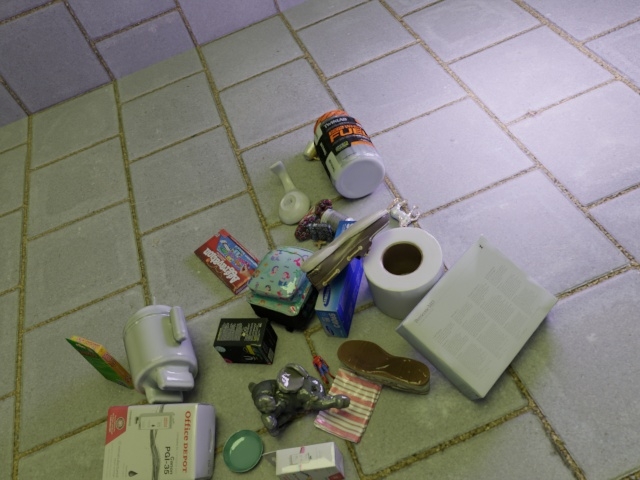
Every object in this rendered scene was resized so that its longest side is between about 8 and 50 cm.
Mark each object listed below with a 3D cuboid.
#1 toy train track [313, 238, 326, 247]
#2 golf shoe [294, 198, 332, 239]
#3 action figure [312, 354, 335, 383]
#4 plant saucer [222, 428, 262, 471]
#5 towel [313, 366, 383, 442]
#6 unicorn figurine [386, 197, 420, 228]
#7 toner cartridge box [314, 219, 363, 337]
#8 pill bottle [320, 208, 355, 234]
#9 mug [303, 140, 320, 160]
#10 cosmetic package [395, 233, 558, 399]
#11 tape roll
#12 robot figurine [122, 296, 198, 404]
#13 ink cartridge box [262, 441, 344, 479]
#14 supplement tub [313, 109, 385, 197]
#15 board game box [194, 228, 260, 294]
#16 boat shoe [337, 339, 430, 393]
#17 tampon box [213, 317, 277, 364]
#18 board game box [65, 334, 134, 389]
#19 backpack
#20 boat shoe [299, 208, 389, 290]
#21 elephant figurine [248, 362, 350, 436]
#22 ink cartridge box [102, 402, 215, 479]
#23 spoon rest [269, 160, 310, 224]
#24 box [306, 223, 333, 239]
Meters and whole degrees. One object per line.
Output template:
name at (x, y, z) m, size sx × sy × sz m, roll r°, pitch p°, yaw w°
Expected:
toy train track at (0.000, 0.000, 2.025) m, size 0.048 × 0.014 × 0.083 m, roll -7°, pitch 43°, yaw 14°
golf shoe at (-0.029, -0.074, 2.071) m, size 0.186 × 0.067 × 0.086 m, roll -48°, pitch 13°, yaw -9°
action figure at (0.005, 0.384, 1.693) m, size 0.038 × 0.030 × 0.115 m, roll -43°, pitch 40°, yaw 2°
plant saucer at (-0.218, 0.600, 1.596) m, size 0.119 × 0.021 × 0.119 m, roll -8°, pitch 50°, yaw 10°
towel at (0.081, 0.465, 1.609) m, size 0.144 × 0.029 × 0.197 m, roll 14°, pitch 57°, yaw 26°
unicorn figurine at (0.294, -0.088, 1.982) m, size 0.111 × 0.060 × 0.162 m, roll -39°, pitch 35°, yaw -15°
toner cartridge box at (0.074, 0.119, 1.805) m, size 0.075 × 0.165 × 0.348 m, roll 2°, pitch 52°, yaw 20°
pill bottle at (0.074, -0.054, 2.002) m, size 0.137 × 0.078 × 0.078 m, roll 26°, pitch 63°, yaw 33°
mug at (-0.034, -0.364, 2.304) m, size 0.078 × 0.062 × 0.064 m, roll 20°, pitch 68°, yaw 37°
cosmetic package at (0.442, 0.210, 1.588) m, size 0.284 × 0.097 × 0.377 m, roll 44°, pitch 70°, yaw 7°
tape roll at (0.264, 0.103, 1.755) m, size 0.246 × 0.169 × 0.246 m, roll -9°, pitch 49°, yaw 10°
robot figurine at (-0.509, 0.347, 1.776) m, size 0.300 × 0.200 × 0.353 m, roll -49°, pitch 47°, yaw 21°
ink cartridge box at (-0.046, 0.596, 1.484) m, size 0.198 × 0.115 × 0.067 m, roll -12°, pitch 50°, yaw 9°
supplement tub at (0.098, -0.338, 2.143) m, size 0.207 × 0.207 × 0.338 m, roll -23°, pitch 49°, yaw -2°
board game box at (-0.335, 0.073, 2.060) m, size 0.145 × 0.027 × 0.281 m, roll -41°, pitch 52°, yaw -15°
boat shoe at (0.178, 0.372, 1.617) m, size 0.285 × 0.089 × 0.104 m, roll 17°, pitch 53°, yaw 30°
tampon box at (-0.234, 0.317, 1.767) m, size 0.161 × 0.120 × 0.101 m, roll -2°, pitch 51°, yaw 16°
board game box at (-0.686, 0.380, 1.764) m, size 0.124 × 0.259 × 0.039 m, roll 12°, pitch 56°, yaw 25°
backpack at (-0.105, 0.136, 1.842) m, size 0.225 × 0.191 × 0.253 m, roll 13°, pitch 52°, yaw 27°
boat shoe at (0.090, 0.023, 1.704) m, size 0.324 × 0.096 × 0.116 m, roll -37°, pitch 8°, yaw -17°
elephant figurine at (-0.065, 0.440, 1.605) m, size 0.239 × 0.169 × 0.186 m, roll -27°, pitch 82°, yaw -10°
ink cartridge box at (-0.455, 0.572, 1.594) m, size 0.283 × 0.117 × 0.207 m, roll -6°, pitch 70°, yaw 12°
spoon rest at (-0.122, -0.179, 2.170) m, size 0.137 × 0.084 × 0.276 m, roll -29°, pitch 59°, yaw 15°
box at (-0.001, -0.031, 1.995) m, size 0.083 × 0.067 × 0.018 m, roll 0°, pitch 44°, yaw 22°
